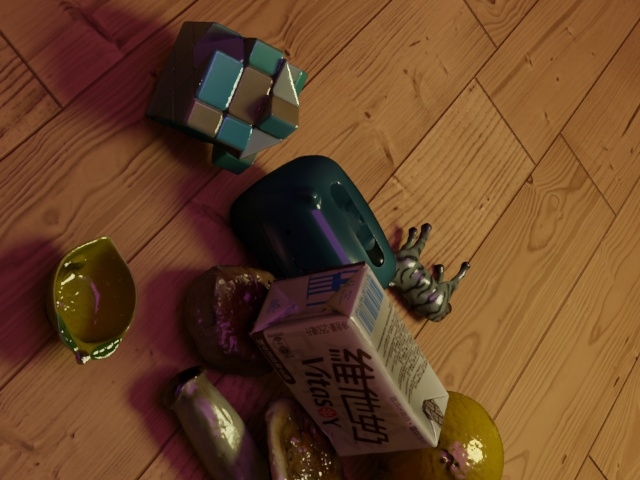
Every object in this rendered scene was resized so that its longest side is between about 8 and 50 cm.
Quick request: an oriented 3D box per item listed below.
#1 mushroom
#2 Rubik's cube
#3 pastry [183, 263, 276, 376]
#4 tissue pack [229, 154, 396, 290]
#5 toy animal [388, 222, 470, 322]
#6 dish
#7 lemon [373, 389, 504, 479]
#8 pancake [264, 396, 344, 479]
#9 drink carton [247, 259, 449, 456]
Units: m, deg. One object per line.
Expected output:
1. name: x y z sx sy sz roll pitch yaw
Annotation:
1. mushroom: -0.144 0.336 1.853 0.100 0.081 0.312 -43 107 -39
2. Rubik's cube: -0.150 -0.236 1.937 0.213 0.265 0.224 22 90 -32
3. pastry: -0.134 0.133 1.913 0.192 0.093 0.182 13 69 -45
4. tissue pack: 0.000 0.000 1.997 0.198 0.206 0.287 -38 103 -42
5. toy animal: 0.173 0.045 2.213 0.255 0.090 0.170 29 64 -28
6. dish: -0.359 0.095 1.747 0.149 0.080 0.208 30 58 -34
7. lemon: 0.210 0.378 2.040 0.228 0.228 0.253 54 41 -14
8. pancake: -0.024 0.390 1.903 0.282 0.049 0.282 50 32 -47
9. drink carton: 0.051 0.203 1.892 0.324 0.194 0.132 57 37 -31
